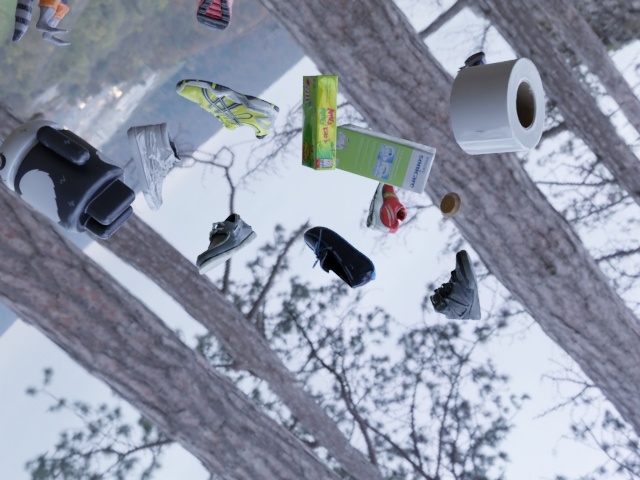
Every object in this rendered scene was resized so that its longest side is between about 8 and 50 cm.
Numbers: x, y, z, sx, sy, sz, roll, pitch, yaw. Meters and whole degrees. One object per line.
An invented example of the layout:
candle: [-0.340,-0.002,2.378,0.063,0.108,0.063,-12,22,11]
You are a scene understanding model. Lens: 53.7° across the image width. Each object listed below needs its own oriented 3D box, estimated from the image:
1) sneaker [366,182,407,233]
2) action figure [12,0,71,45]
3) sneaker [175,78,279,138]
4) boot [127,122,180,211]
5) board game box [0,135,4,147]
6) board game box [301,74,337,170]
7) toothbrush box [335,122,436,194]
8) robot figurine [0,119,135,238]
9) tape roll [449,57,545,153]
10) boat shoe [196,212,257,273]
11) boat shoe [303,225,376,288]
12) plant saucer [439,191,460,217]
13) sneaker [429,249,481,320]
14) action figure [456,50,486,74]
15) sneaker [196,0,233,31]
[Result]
sneaker: [0.216,-0.103,1.983,0.279,0.118,0.107,-70,180,-52]
action figure: [-0.648,-0.628,1.428,0.178,0.330,0.341,-7,-169,-5]
sneaker: [-0.350,-0.485,2.314,0.145,0.384,0.147,-92,-160,-80]
boot: [-0.463,-0.210,1.824,0.123,0.258,0.095,-11,-150,-5]
board game box: [-0.990,-0.284,1.923,0.047,0.210,0.160,-37,-171,-7]
board game box: [-0.003,-0.235,1.261,0.092,0.043,0.181,-146,-125,-66]
toothbrush box: [0.181,-0.242,1.829,0.206,0.283,0.122,-49,154,-73]
robot figurine: [-0.518,-0.123,1.290,0.209,0.278,0.173,-55,179,15]
tape roll: [0.484,-0.361,1.725,0.169,0.246,0.246,3,-133,42]
boat shoe: [-0.258,0.001,1.636,0.116,0.099,0.319,-31,-175,18]
boat shoe: [0.030,0.037,1.625,0.089,0.109,0.258,-34,-143,-24]
plant saucer: [0.404,-0.113,1.991,0.083,0.015,0.084,-19,-115,47]
sneaker: [0.347,0.125,1.650,0.130,0.228,0.087,-7,-139,11]
action figure: [0.531,-0.528,2.126,0.099,0.185,0.285,-21,-153,22]
sneaker: [-0.261,-0.711,1.682,0.314,0.115,0.136,134,-37,-53]
